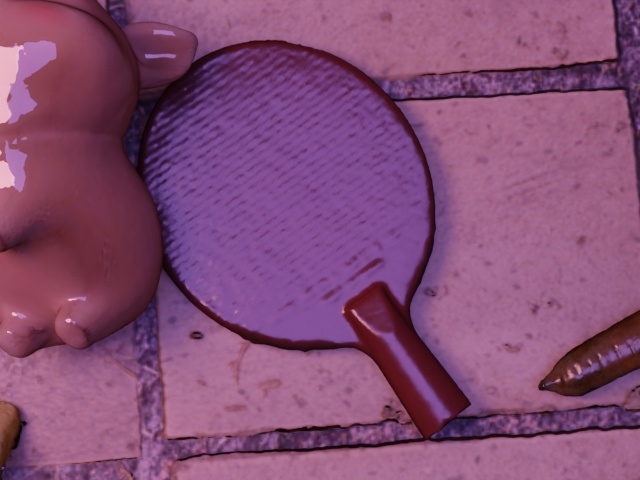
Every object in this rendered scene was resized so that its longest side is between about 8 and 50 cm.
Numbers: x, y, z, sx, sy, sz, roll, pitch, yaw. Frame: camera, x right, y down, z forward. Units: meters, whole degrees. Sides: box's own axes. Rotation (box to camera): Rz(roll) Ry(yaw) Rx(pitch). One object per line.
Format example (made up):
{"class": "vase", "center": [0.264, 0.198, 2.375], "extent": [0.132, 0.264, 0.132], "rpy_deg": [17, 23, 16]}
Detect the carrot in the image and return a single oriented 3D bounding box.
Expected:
{"class": "carrot", "center": [0.356, 0.063, 1.201], "extent": [0.342, 0.070, 0.070], "rpy_deg": [-27, 87, 0]}

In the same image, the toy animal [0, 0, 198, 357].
{"class": "toy animal", "center": [-0.236, -0.071, 1.089], "extent": [0.237, 0.269, 0.326], "rpy_deg": [-6, 129, 17]}

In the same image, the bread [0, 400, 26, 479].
{"class": "bread", "center": [-0.356, 0.202, 1.139], "extent": [0.147, 0.127, 0.152], "rpy_deg": [23, 116, -3]}

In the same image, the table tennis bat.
{"class": "table tennis bat", "center": [0.000, 0.000, 1.190], "extent": [0.268, 0.051, 0.414], "rpy_deg": [-35, 86, -6]}
